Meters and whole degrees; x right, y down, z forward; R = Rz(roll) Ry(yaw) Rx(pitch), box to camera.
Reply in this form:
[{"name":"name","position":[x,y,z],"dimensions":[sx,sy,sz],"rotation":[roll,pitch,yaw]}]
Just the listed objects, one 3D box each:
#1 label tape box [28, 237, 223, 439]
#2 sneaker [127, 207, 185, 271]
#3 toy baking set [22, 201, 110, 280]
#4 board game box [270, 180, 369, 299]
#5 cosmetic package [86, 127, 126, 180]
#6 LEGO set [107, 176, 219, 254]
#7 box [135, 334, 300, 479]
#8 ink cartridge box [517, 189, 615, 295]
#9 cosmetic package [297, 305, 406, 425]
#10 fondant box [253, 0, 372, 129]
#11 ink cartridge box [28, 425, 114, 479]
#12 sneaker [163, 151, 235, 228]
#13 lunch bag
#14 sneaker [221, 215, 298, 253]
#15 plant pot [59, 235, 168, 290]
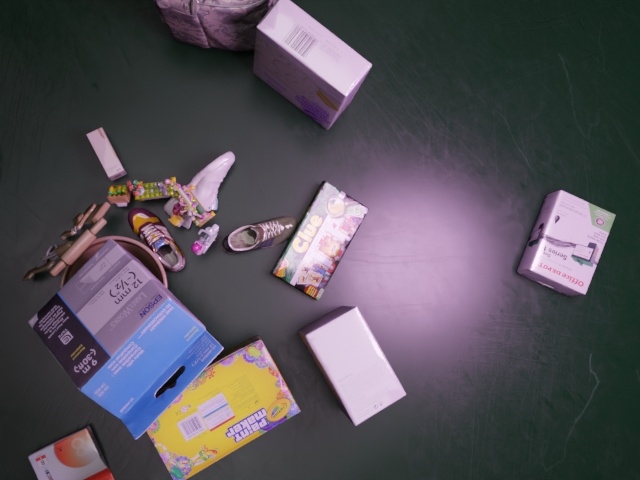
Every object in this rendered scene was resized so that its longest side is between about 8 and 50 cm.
[{"name":"label tape box","position":[-0.401,0.191,1.507],"dimensions":[0.249,0.115,0.347],"rotation":[-47,54,-8]},{"name":"sneaker","position":[-0.383,-0.006,1.734],"dimensions":[0.069,0.084,0.185],"rotation":[-43,91,-8]},{"name":"toy baking set","position":[-0.565,0.012,1.665],"dimensions":[0.030,0.196,0.256],"rotation":[45,79,-26]},{"name":"board game box","position":[0.000,0.000,1.794],"dimensions":[0.136,0.030,0.260],"rotation":[31,83,-14]},{"name":"cosmetic package","position":[-0.505,-0.203,1.749],"dimensions":[0.041,0.060,0.115],"rotation":[-27,90,-9]},{"name":"LEGO set","position":[-0.356,-0.089,1.673],"dimensions":[0.287,0.107,0.132],"rotation":[29,89,9]},{"name":"box","position":[-0.219,0.355,1.626],"dimensions":[0.290,0.279,0.177],"rotation":[-29,89,-7]},{"name":"ink cartridge box","position":[0.610,0.010,1.844],"dimensions":[0.160,0.092,0.219],"rotation":[23,83,-4]},{"name":"cosmetic package","position":[0.065,0.275,1.693],"dimensions":[0.138,0.224,0.225],"rotation":[-31,90,-8]},{"name":"fondant box","position":[-0.030,-0.390,1.682],"dimensions":[0.238,0.330,0.096],"rotation":[37,84,-3]},{"name":"ink cartridge box","position":[-0.562,0.537,1.691],"dimensions":[0.145,0.045,0.179],"rotation":[-25,86,-7]},{"name":"sneaker","position":[-0.269,-0.118,1.767],"dimensions":[0.212,0.080,0.094],"rotation":[-44,96,2]},{"name":"lunch bag","position":[-0.216,-0.560,1.694],"dimensions":[0.256,0.305,0.213],"rotation":[16,84,0]},{"name":"sneaker","position":[-0.141,-0.012,1.761],"dimensions":[0.192,0.086,0.064],"rotation":[-18,88,-8]},{"name":"plant pot","position":[-0.467,0.111,1.703],"dimensions":[0.237,0.110,0.237],"rotation":[0,86,-6]}]
